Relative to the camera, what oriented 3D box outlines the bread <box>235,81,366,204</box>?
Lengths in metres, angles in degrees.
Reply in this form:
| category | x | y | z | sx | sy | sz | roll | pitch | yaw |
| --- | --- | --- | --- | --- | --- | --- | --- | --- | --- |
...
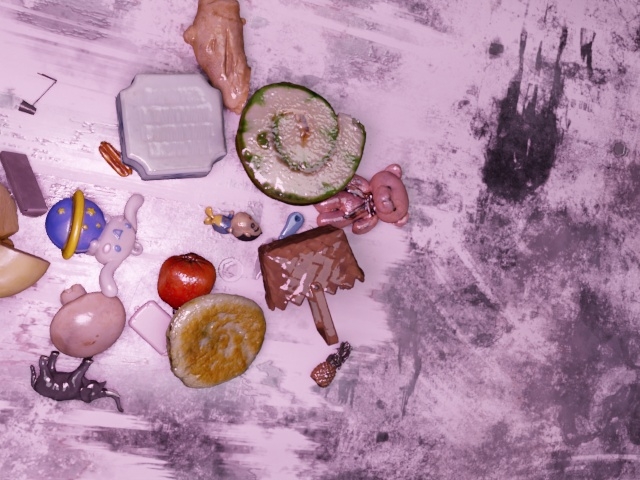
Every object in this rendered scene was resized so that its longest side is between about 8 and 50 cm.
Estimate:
| category | x | y | z | sx | sy | sz | roll | pitch | yaw |
| --- | --- | --- | --- | --- | --- | --- | --- | --- | --- |
| bread | -0.053 | -0.288 | 1.852 | 0.382 | 0.129 | 0.366 | -18 | 89 | -11 |

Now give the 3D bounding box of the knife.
| category | x | y | z | sx | sy | sz | roll | pitch | yaw |
| --- | --- | --- | --- | --- | --- | --- | --- | --- | --- |
| knife | -0.138 | 0.011 | 1.912 | 0.058 | 0.032 | 0.244 | 42 | 83 | -18 |

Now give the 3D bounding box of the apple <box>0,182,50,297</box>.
| category | x | y | z | sx | sy | sz | roll | pitch | yaw |
| --- | --- | --- | --- | --- | --- | --- | --- | --- | --- |
| apple | -0.840 | 0.014 | 1.564 | 0.233 | 0.258 | 0.295 | -32 | 97 | -14 |

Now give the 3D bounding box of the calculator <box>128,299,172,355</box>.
| category | x | y | z | sx | sy | sz | roll | pitch | yaw |
| --- | --- | --- | --- | --- | --- | --- | --- | --- | --- |
| calculator | -0.466 | 0.249 | 1.803 | 0.100 | 0.032 | 0.175 | -46 | 103 | -13 |

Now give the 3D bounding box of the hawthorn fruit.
| category | x | y | z | sx | sy | sz | roll | pitch | yaw |
| --- | --- | --- | --- | --- | --- | --- | --- | --- | --- |
| hawthorn fruit | -0.384 | 0.132 | 1.777 | 0.157 | 0.157 | 0.194 | 19 | 108 | -17 |

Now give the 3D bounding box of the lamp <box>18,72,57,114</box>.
| category | x | y | z | sx | sy | sz | roll | pitch | yaw |
| --- | --- | --- | --- | --- | --- | --- | --- | --- | --- |
| lamp | -0.762 | -0.392 | 1.703 | 0.054 | 0.041 | 0.121 | 27 | 85 | -24 |

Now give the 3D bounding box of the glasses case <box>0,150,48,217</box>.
| category | x | y | z | sx | sy | sz | roll | pitch | yaw |
| --- | --- | --- | --- | --- | --- | --- | --- | --- | --- |
| glasses case | -0.776 | -0.147 | 1.644 | 0.042 | 0.072 | 0.191 | -35 | 71 | 19 |

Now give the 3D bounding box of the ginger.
| category | x | y | z | sx | sy | sz | roll | pitch | yaw |
| --- | --- | --- | --- | --- | --- | --- | --- | --- | --- |
| ginger | -0.277 | -0.533 | 1.806 | 0.190 | 0.126 | 0.354 | -20 | 95 | -22 |

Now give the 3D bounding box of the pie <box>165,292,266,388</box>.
| category | x | y | z | sx | sy | sz | roll | pitch | yaw |
| --- | --- | --- | --- | --- | --- | --- | --- | --- | --- |
| pie | -0.292 | 0.280 | 1.782 | 0.323 | 0.070 | 0.323 | -16 | 123 | -27 |

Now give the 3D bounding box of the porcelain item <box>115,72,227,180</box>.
| category | x | y | z | sx | sy | sz | roll | pitch | yaw |
| --- | --- | --- | --- | --- | --- | --- | --- | --- | --- |
| porcelain item | -0.413 | -0.310 | 1.742 | 0.285 | 0.157 | 0.281 | -7 | 91 | -22 |

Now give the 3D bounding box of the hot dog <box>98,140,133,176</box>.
| category | x | y | z | sx | sy | sz | roll | pitch | yaw |
| --- | --- | --- | --- | --- | --- | --- | --- | --- | --- |
| hot dog | -0.573 | -0.227 | 1.764 | 0.049 | 0.037 | 0.122 | -37 | 103 | 0 |

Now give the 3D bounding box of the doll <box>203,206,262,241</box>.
| category | x | y | z | sx | sy | sz | roll | pitch | yaw |
| --- | --- | --- | --- | --- | --- | --- | --- | --- | --- |
| doll | -0.251 | -0.049 | 1.846 | 0.179 | 0.102 | 0.089 | 20 | 127 | -21 |

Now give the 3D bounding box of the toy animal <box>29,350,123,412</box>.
| category | x | y | z | sx | sy | sz | roll | pitch | yaw |
| --- | --- | --- | --- | --- | --- | --- | --- | --- | --- |
| toy animal | -0.653 | 0.379 | 1.722 | 0.269 | 0.082 | 0.137 | 18 | 88 | -21 |

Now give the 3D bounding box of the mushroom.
| category | x | y | z | sx | sy | sz | roll | pitch | yaw |
| --- | --- | --- | --- | --- | --- | --- | --- | --- | --- |
| mushroom | -0.630 | 0.204 | 1.685 | 0.204 | 0.204 | 0.204 | 0 | 91 | -18 |

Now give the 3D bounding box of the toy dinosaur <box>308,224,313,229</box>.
| category | x | y | z | sx | sy | sz | roll | pitch | yaw |
| --- | --- | --- | --- | --- | --- | --- | --- | --- | --- |
| toy dinosaur | 0.001 | 0.001 | 1.955 | 0.119 | 0.029 | 0.060 | 43 | 95 | -11 |

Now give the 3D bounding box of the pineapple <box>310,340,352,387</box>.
| category | x | y | z | sx | sy | sz | roll | pitch | yaw |
| --- | --- | --- | --- | --- | --- | --- | --- | --- | --- |
| pineapple | 0.039 | 0.378 | 1.949 | 0.074 | 0.074 | 0.159 | 47 | 75 | -13 |

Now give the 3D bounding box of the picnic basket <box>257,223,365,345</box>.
| category | x | y | z | sx | sy | sz | roll | pitch | yaw |
| --- | --- | --- | --- | --- | --- | --- | --- | --- | --- |
| picnic basket | -0.019 | 0.130 | 1.827 | 0.291 | 0.254 | 0.321 | -17 | 96 | -9 |

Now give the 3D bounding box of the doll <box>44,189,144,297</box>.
| category | x | y | z | sx | sy | sz | roll | pitch | yaw |
| --- | --- | --- | --- | --- | --- | --- | --- | --- | --- |
| doll | -0.611 | 0.011 | 1.685 | 0.242 | 0.159 | 0.311 | 17 | 55 | -42 |

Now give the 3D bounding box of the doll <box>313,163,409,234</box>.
| category | x | y | z | sx | sy | sz | roll | pitch | yaw |
| --- | --- | --- | --- | --- | --- | --- | --- | --- | --- |
| doll | 0.134 | -0.113 | 1.932 | 0.303 | 0.156 | 0.201 | -15 | 97 | -12 |
